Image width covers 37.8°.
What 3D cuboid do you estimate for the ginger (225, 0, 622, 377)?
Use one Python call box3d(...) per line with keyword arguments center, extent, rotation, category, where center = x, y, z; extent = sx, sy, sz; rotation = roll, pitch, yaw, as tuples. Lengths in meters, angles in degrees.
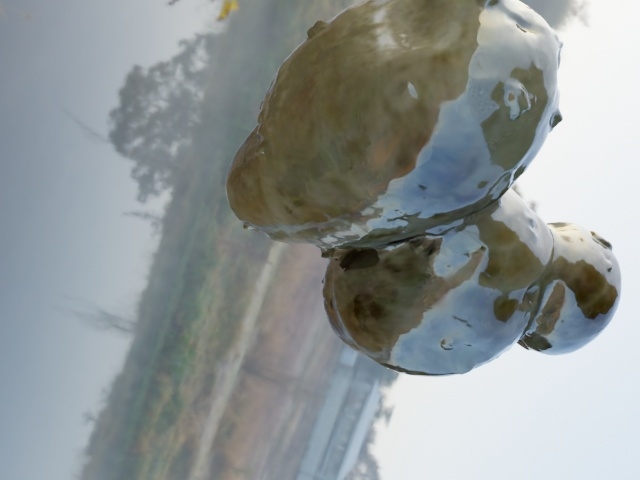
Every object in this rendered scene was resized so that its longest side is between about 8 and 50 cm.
box3d(center=(0.078, -0.017, 0.648), extent=(0.304, 0.245, 0.155), rotation=(57, 18, -32), category="ginger")
